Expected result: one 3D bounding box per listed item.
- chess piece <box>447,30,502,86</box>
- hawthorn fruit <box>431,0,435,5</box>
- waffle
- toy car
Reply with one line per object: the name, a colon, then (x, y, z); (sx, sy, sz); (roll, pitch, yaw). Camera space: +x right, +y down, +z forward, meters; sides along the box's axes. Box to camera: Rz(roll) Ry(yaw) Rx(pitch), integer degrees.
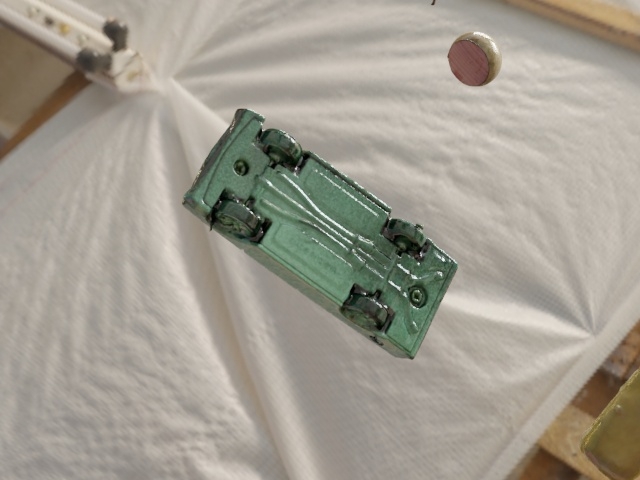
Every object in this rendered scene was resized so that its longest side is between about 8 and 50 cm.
chess piece: (0.231, -0.271, 1.514); (0.083, 0.084, 0.038); (25, -134, 30)
hawthorn fruit: (0.150, -0.435, 1.370); (0.162, 0.162, 0.204); (-15, -90, 11)
waffle: (0.196, 0.036, 0.488); (0.032, 0.125, 0.191); (41, -87, 19)
toy car: (0.000, 0.000, 1.126); (0.141, 0.320, 0.097); (-61, -162, -21)
